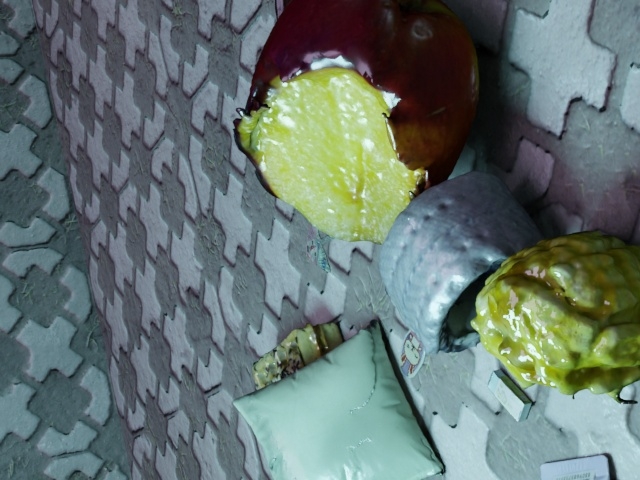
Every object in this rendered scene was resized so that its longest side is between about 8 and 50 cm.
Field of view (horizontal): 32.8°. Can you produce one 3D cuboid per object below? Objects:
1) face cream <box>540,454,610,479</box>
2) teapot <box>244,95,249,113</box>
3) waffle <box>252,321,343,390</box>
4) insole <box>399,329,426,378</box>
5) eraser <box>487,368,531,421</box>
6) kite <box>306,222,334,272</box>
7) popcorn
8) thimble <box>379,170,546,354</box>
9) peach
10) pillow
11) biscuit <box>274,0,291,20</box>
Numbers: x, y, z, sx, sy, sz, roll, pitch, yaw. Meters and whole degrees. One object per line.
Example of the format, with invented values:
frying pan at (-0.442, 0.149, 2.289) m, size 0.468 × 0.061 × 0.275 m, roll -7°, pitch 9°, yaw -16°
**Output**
face cream at (0.368, 0.445, 1.529) m, size 0.154 × 0.096 × 0.274 m, roll 144°, pitch 128°, yaw -62°
teapot at (-0.090, -0.307, 2.174) m, size 0.177 × 0.087 × 0.096 m, roll 132°, pitch 148°, yaw -54°
waffle at (-0.004, 0.371, 2.141) m, size 0.261 × 0.114 × 0.376 m, roll -46°, pitch 57°, yaw 55°
insole at (0.170, 0.167, 1.888) m, size 0.065 × 0.004 × 0.197 m, roll 56°, pitch 142°, yaw 40°
eraser at (0.290, 0.238, 1.673) m, size 0.083 × 0.019 × 0.038 m, roll 51°, pitch 140°, yaw 45°
kite at (0.001, 0.000, 2.155) m, size 0.152 × 0.005 × 0.137 m, roll -44°, pitch 59°, yaw 55°
popcorn at (0.321, 0.102, 1.383) m, size 0.249 × 0.249 × 0.225 m, roll -12°, pitch 100°, yaw 61°
thimble at (0.205, 0.038, 1.568) m, size 0.245 × 0.217 × 0.157 m, roll -56°, pitch 48°, yaw 31°
peach at (0.065, -0.185, 1.657) m, size 0.339 × 0.353 × 0.417 m, roll 28°, pitch 113°, yaw 18°
pillow at (0.029, 0.343, 1.944) m, size 0.312 × 0.310 × 0.119 m, roll 64°, pitch -171°, yaw 25°
biscuit at (0.027, -0.437, 1.915) m, size 0.407 × 0.091 × 0.408 m, roll 25°, pitch 119°, yaw 57°
